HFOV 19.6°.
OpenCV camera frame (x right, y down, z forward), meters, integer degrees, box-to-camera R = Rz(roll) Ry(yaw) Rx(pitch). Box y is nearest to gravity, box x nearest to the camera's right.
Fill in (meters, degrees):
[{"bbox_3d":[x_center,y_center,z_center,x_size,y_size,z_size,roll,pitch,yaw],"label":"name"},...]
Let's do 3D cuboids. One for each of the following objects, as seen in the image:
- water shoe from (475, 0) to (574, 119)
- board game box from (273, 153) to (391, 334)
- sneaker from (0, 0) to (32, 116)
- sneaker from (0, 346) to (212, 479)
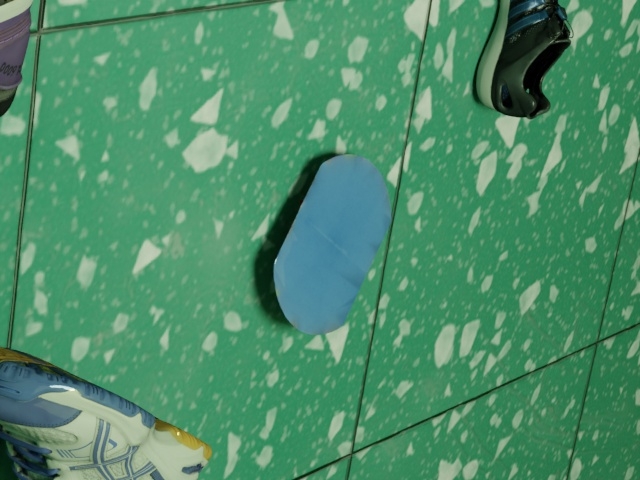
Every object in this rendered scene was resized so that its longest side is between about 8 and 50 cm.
[{"bbox_3d":[0.218,-0.219,1.819,0.073,0.080,0.203,-5,113,-54],"label":"water shoe"},{"bbox_3d":[0.000,0.000,1.689,0.133,0.033,0.168,40,70,-51],"label":"board game box"},{"bbox_3d":[-0.288,-0.086,1.164,0.283,0.107,0.124,-28,137,-44],"label":"sneaker"},{"bbox_3d":[-0.190,0.178,1.452,0.131,0.112,0.296,-61,146,-8],"label":"sneaker"}]
